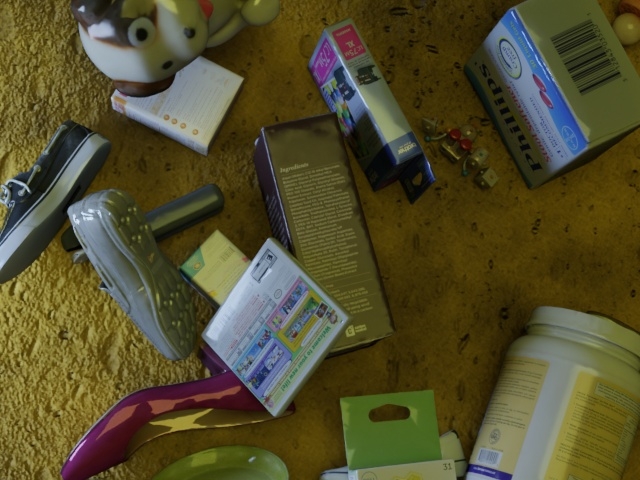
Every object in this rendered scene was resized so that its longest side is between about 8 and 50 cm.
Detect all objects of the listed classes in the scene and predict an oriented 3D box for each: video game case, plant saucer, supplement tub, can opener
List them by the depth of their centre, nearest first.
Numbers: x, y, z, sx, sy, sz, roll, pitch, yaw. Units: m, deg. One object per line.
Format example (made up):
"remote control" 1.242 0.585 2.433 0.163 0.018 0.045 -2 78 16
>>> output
"video game case" -0.072 0.137 1.810 0.193 0.023 0.212 45 111 23
"plant saucer" -0.165 0.407 1.810 0.241 0.241 0.037 -14 113 -10
"supplement tub" 0.392 0.298 1.875 0.241 0.241 0.331 22 77 -3
"can opener" -0.299 -0.032 1.935 0.280 0.074 0.093 -22 82 -11

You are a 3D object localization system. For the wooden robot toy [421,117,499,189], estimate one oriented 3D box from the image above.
"wooden robot toy" 0.262 -0.177 2.039 0.173 0.076 0.079 43 66 2

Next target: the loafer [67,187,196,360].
"loafer" -0.302 0.060 1.868 0.111 0.112 0.319 -11 115 30

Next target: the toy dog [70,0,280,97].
"toy dog" -0.259 -0.434 1.858 0.395 0.284 0.408 2 49 12

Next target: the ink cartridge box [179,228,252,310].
"ink cartridge box" -0.155 0.068 1.926 0.143 0.090 0.092 44 78 1

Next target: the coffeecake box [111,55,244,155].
"coffeecake box" -0.247 -0.255 1.987 0.185 0.068 0.142 27 77 -2

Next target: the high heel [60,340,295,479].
"high heel" -0.226 0.308 1.847 0.377 0.127 0.181 -38 75 -16

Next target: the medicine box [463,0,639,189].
"medicine box" 0.401 -0.260 1.957 0.149 0.289 0.263 -26 83 -13

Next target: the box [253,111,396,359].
"box" 0.000 0.000 1.910 0.143 0.191 0.381 -15 82 -10

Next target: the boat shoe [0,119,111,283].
"boat shoe" -0.475 -0.072 1.903 0.105 0.113 0.306 30 74 6

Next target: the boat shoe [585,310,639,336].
"boat shoe" 0.538 0.192 2.006 0.190 0.068 0.072 29 89 -1

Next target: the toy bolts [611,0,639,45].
"toy bolts" 0.548 -0.484 2.077 0.158 0.218 0.228 -43 69 -6

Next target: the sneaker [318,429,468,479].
"sneaker" 0.117 0.369 1.912 0.258 0.094 0.091 -4 70 -17

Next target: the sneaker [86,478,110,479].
"sneaker" -0.340 0.524 1.807 0.123 0.106 0.290 2 78 -4

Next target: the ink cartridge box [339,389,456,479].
"ink cartridge box" 0.128 0.361 1.837 0.171 0.056 0.235 -3 80 -17

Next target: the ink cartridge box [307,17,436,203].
"ink cartridge box" 0.084 -0.207 1.959 0.065 0.186 0.311 -29 84 -14
